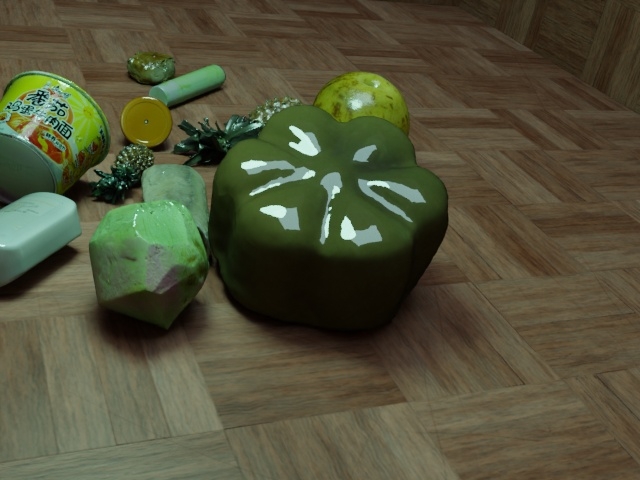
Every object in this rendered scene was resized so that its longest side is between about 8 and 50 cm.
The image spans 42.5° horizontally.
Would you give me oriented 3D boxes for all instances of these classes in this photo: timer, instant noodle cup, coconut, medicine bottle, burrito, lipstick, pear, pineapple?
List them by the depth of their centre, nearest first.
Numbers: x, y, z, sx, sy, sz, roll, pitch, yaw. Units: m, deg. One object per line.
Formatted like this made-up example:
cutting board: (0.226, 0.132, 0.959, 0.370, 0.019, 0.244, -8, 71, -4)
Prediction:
coconut: (-0.305, 0.048, 1.480, 0.205, 0.235, 0.236, -15, 31, 2)
medicine bottle: (-0.591, 0.009, 1.540, 0.161, 0.111, 0.296, 4, 24, 20)
instant noodle cup: (-0.608, -0.202, 1.763, 0.264, 0.264, 0.200, 14, 43, 5)
burrito: (-0.309, -0.067, 1.778, 0.143, 0.105, 0.299, -2, 33, -14)
pineapple: (-0.455, -0.163, 1.915, 0.103, 0.083, 0.221, 4, 28, 11)
pineapple: (-0.202, -0.271, 2.146, 0.365, 0.165, 0.165, -20, 41, -30)
pear: (0.101, -0.300, 2.158, 0.281, 0.280, 0.280, 8, 30, -5)
timer: (-0.454, -0.312, 2.164, 0.132, 0.132, 0.152, 6, 8, -9)
lipstick: (-0.393, -0.462, 2.465, 0.076, 0.076, 0.304, 22, 32, 19)

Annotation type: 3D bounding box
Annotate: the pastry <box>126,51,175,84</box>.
pastry: (-0.521, -0.534, 2.540, 0.153, 0.081, 0.153, 0, 30, 0)

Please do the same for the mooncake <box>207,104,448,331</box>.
mooncake: (0.009, -0.051, 1.637, 0.467, 0.262, 0.467, 6, 46, -6)

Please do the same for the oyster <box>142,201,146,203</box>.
oyster: (-0.390, -0.003, 1.669, 0.133, 0.072, 0.209, -32, 23, -2)
